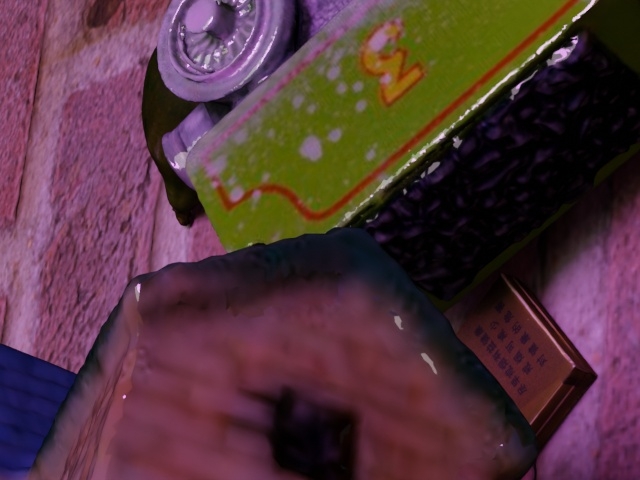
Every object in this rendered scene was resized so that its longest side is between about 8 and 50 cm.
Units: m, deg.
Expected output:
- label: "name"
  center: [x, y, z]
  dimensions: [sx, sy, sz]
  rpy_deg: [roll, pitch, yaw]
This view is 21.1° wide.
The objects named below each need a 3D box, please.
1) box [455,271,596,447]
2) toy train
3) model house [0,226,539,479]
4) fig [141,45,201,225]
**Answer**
- label: "box"
  center: [0.096, 0.097, 1.013]
  dimensions: [0.133, 0.023, 0.090]
  rpy_deg: [-56, 40, 18]
- label: "toy train"
  center: [0.054, -0.101, 1.015]
  dimensions: [0.307, 0.173, 0.249]
  rpy_deg: [-41, 52, 17]
- label: "model house"
  center: [-0.093, 0.173, 0.870]
  dimensions: [0.382, 0.334, 0.343]
  rpy_deg: [128, 160, -52]
- label: "fig"
  center: [-0.087, -0.081, 1.249]
  dimensions: [0.177, 0.117, 0.117]
  rpy_deg: [-60, 39, 29]
